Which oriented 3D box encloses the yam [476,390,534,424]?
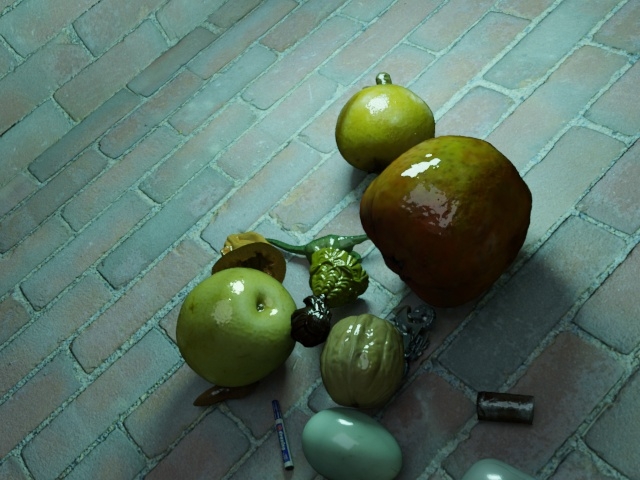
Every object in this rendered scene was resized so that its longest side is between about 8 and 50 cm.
[{"bbox_3d":[0.459,0.418,1.660,0.141,0.079,0.079,0,56,21],"label":"yam"}]

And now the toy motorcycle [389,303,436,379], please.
[{"bbox_3d":[0.229,0.274,1.855,0.130,0.094,0.229,22,78,38],"label":"toy motorcycle"}]

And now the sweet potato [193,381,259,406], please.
[{"bbox_3d":[-0.278,0.442,1.945,0.202,0.055,0.058,-17,88,6],"label":"sweet potato"}]

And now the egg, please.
[{"bbox_3d":[0.078,0.519,1.667,0.264,0.183,0.182,13,61,22],"label":"egg"}]

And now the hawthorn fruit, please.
[{"bbox_3d":[0.357,-0.057,1.814,0.472,0.471,0.471,-11,52,14],"label":"hawthorn fruit"}]

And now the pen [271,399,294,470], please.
[{"bbox_3d":[-0.106,0.531,1.831,0.025,0.025,0.204,-22,51,5],"label":"pen"}]

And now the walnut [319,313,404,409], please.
[{"bbox_3d":[0.110,0.311,1.739,0.225,0.225,0.261,1,52,22],"label":"walnut"}]

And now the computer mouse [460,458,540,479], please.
[{"bbox_3d":[0.447,0.607,1.500,0.297,0.121,0.184,27,67,35],"label":"computer mouse"}]

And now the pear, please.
[{"bbox_3d":[-0.238,0.245,1.895,0.349,0.348,0.348,-11,52,14],"label":"pear"}]

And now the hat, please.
[{"bbox_3d":[-0.236,0.060,2.166,0.234,0.244,0.233,-1,28,-7],"label":"hat"}]

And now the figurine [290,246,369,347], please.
[{"bbox_3d":[0.003,0.179,1.879,0.168,0.187,0.315,-18,24,34],"label":"figurine"}]

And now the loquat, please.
[{"bbox_3d":[0.209,-0.381,2.183,0.329,0.328,0.359,-5,75,18],"label":"loquat"}]

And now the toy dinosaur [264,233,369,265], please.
[{"bbox_3d":[0.000,0.000,2.152,0.447,0.087,0.300,-28,41,4],"label":"toy dinosaur"}]
